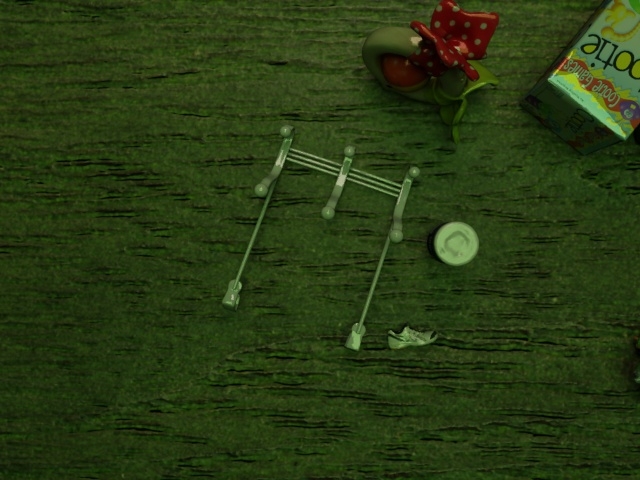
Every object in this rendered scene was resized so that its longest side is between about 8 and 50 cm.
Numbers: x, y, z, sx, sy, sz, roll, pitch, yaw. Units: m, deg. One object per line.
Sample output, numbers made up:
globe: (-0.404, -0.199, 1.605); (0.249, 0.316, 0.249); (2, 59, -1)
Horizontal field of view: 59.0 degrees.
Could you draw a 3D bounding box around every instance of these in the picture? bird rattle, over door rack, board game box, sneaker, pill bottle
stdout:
bird rattle: (0.152, -0.249, 0.836); (0.206, 0.253, 0.143); (20, 91, 26)
over door rack: (0.000, 0.000, 0.903); (0.239, 0.108, 0.325); (19, 92, 3)
board game box: (0.462, -0.289, 0.857); (0.142, 0.144, 0.275); (39, 91, 3)
sneaker: (0.151, 0.155, 0.933); (0.083, 0.032, 0.037); (-11, 90, 2)
pill bottle: (0.202, 0.004, 0.885); (0.067, 0.120, 0.067); (0, 90, 3)

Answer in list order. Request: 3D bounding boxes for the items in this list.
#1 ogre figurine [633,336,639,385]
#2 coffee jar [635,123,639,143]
ogre figurine: (0.564, 0.181, 0.882); (0.118, 0.097, 0.197); (31, 103, -9)
coffee jar: (0.544, -0.193, 0.833); (0.078, 0.184, 0.096); (3, 90, 3)
